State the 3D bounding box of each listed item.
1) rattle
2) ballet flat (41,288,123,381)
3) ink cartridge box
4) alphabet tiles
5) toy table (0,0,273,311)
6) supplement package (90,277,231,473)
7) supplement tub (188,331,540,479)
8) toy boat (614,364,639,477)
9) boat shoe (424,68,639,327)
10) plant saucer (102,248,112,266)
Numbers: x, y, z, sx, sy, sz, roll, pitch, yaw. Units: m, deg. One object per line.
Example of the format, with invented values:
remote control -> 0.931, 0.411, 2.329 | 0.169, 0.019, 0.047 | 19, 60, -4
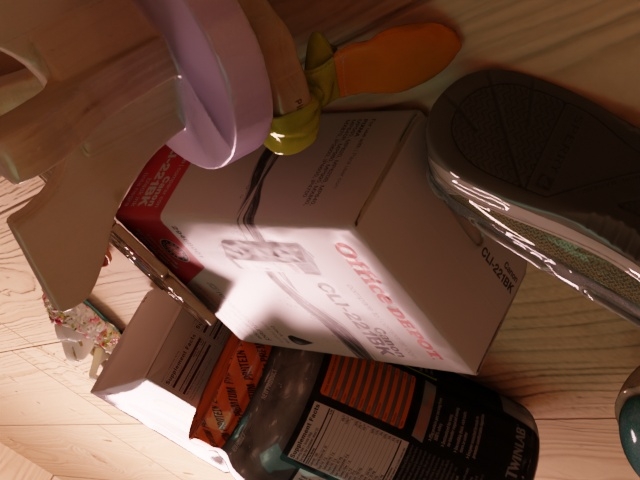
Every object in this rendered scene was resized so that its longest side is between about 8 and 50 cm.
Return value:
rattle -> -0.027, -0.155, 0.746 | 0.130, 0.143, 0.199 | 51, 178, -38
ballet flat -> -0.307, 0.151, 1.537 | 0.091, 0.077, 0.241 | 1, 143, 45
ink cartridge box -> 0.000, 0.000, 0.904 | 0.273, 0.114, 0.197 | 2, 144, 43
alphabet tiles -> -0.226, -0.039, 1.023 | 0.342, 0.011, 0.285 | 43, 171, -2
toy table -> -0.157, -0.099, 0.710 | 0.252, 0.161, 0.274 | 64, 161, -10
supplement package -> -0.120, 0.157, 1.276 | 0.203, 0.149, 0.194 | 35, 154, -17
supplement tub -> 0.041, 0.194, 1.112 | 0.316, 0.193, 0.193 | 26, 155, -7
toy boat -> 0.381, 0.221, 0.907 | 0.268, 0.148, 0.318 | 10, 149, 32
boat shoe -> 0.212, 0.000, 0.708 | 0.321, 0.118, 0.103 | 26, 161, 12
plant saucer -> -0.283, 0.003, 1.306 | 0.084, 0.013, 0.083 | 23, 154, 12
